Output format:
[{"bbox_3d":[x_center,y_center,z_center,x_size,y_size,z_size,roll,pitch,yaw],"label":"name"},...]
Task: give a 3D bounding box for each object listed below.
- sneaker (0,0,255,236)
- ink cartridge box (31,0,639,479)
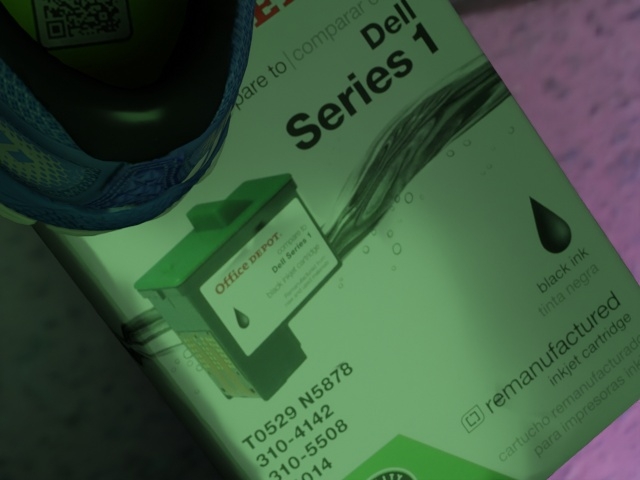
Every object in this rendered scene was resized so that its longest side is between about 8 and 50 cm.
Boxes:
[{"bbox_3d":[-0.074,-0.166,0.361,0.130,0.147,0.330,-16,94,-18],"label":"sneaker"},{"bbox_3d":[0.000,0.000,0.510,0.160,0.092,0.219,-39,103,-11],"label":"ink cartridge box"}]
